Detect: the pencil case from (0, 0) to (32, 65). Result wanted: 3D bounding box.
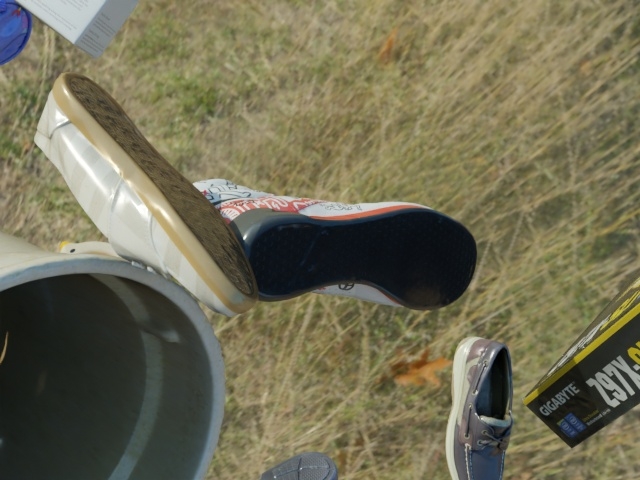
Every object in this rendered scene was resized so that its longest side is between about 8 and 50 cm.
[{"bbox_3d":[-0.516,-0.369,1.387,0.119,0.133,0.306,-26,64,-33],"label":"pencil case"}]

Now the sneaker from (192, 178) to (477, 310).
[{"bbox_3d":[0.000,-0.001,0.855,0.270,0.145,0.090,2,102,-41],"label":"sneaker"}]

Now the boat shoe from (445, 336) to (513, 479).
[{"bbox_3d":[0.279,0.306,1.720,0.103,0.092,0.285,6,84,-30],"label":"boat shoe"}]

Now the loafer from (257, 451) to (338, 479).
[{"bbox_3d":[-0.107,0.400,1.410,0.303,0.095,0.109,-23,36,-15],"label":"loafer"}]

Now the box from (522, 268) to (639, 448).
[{"bbox_3d":[0.353,0.049,0.982,0.079,0.322,0.257,43,60,10],"label":"box"}]

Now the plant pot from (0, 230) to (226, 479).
[{"bbox_3d":[-0.299,0.108,0.797,0.334,0.333,0.305,-27,40,-34],"label":"plant pot"}]

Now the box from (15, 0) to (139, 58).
[{"bbox_3d":[-0.273,-0.270,1.123,0.101,0.102,0.087,37,92,1],"label":"box"}]

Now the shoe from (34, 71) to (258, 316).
[{"bbox_3d":[-0.123,-0.024,0.701,0.219,0.058,0.076,49,15,19],"label":"shoe"}]

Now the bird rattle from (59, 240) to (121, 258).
[{"bbox_3d":[-0.381,0.088,1.739,0.254,0.143,0.206,4,56,0],"label":"bird rattle"}]
